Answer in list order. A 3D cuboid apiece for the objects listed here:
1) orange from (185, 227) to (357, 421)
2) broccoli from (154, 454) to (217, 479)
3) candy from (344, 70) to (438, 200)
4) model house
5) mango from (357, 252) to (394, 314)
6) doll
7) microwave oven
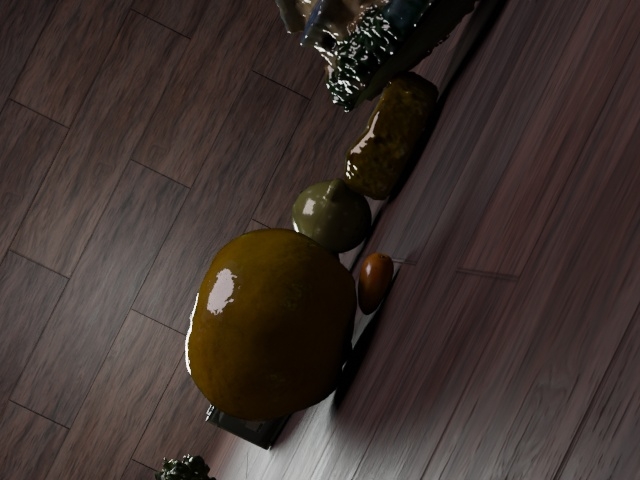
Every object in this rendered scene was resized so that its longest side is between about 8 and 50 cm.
[{"bbox_3d":[-0.065,0.119,1.411,0.279,0.235,0.279,-168,90,-86],"label":"orange"},{"bbox_3d":[-0.270,0.535,1.683,0.334,0.272,0.324,-76,-28,-44],"label":"broccoli"},{"bbox_3d":[0.132,-0.199,1.907,0.260,0.118,0.260,-62,2,3],"label":"candy"},{"bbox_3d":[0.106,-0.558,1.893,0.395,0.400,0.445,-39,-5,-30],"label":"model house"},{"bbox_3d":[0.075,0.061,1.402,0.060,0.046,0.089,136,147,-87],"label":"mango"},{"bbox_3d":[0.000,0.000,2.009,0.260,0.161,0.177,-65,-18,2],"label":"doll"},{"bbox_3d":[-0.098,0.240,1.857,0.240,0.145,0.194,-61,1,35],"label":"microwave oven"}]
